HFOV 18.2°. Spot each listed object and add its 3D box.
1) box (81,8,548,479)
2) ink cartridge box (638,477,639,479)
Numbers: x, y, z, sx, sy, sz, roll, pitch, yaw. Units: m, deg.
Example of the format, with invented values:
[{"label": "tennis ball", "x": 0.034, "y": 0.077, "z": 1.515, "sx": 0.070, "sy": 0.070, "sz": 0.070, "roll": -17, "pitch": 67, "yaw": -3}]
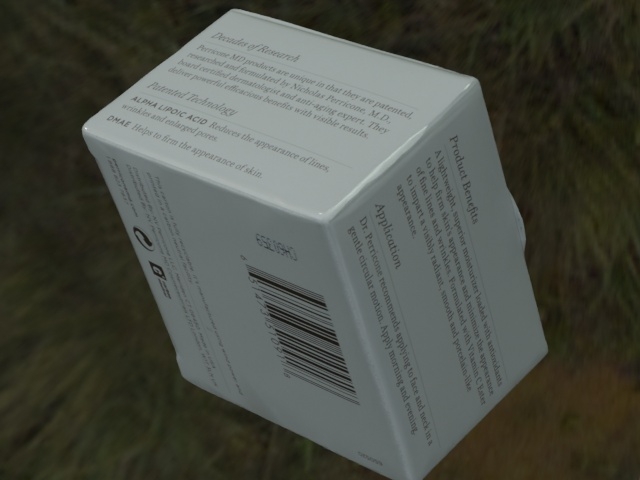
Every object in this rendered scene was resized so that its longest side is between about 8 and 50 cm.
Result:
[{"label": "box", "x": 0.000, "y": 0.000, "z": 1.024, "sx": 0.182, "sy": 0.119, "sz": 0.181, "roll": 21, "pitch": 141, "yaw": 41}, {"label": "ink cartridge box", "x": 0.190, "y": 0.050, "z": 0.390, "sx": 0.239, "sy": 0.060, "sz": 0.275, "roll": 3, "pitch": 130, "yaw": -4}]
